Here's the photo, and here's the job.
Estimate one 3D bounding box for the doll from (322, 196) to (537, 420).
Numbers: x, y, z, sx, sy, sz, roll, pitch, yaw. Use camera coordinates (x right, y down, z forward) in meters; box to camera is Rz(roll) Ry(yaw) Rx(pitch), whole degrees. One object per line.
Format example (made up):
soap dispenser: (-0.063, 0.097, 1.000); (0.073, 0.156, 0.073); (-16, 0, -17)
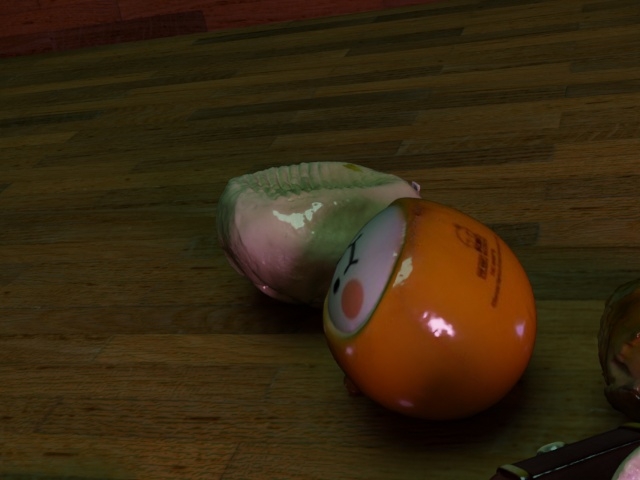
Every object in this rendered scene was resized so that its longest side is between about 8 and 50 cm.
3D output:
doll: (0.090, 0.086, 0.891); (0.213, 0.236, 0.213); (19, 43, -19)

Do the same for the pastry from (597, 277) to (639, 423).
pastry: (0.338, 0.099, 0.777); (0.229, 0.100, 0.218); (-2, 22, -29)

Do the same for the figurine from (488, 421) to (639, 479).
figurine: (0.191, 0.193, 0.732); (0.154, 0.082, 0.098); (-17, 13, -6)

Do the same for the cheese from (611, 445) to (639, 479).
cheese: (0.284, 0.198, 0.500); (0.266, 0.233, 0.127); (0, 52, 26)

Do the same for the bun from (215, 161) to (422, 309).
bun: (0.000, 0.000, 1.100); (0.259, 0.160, 0.259); (-1, 14, 0)
